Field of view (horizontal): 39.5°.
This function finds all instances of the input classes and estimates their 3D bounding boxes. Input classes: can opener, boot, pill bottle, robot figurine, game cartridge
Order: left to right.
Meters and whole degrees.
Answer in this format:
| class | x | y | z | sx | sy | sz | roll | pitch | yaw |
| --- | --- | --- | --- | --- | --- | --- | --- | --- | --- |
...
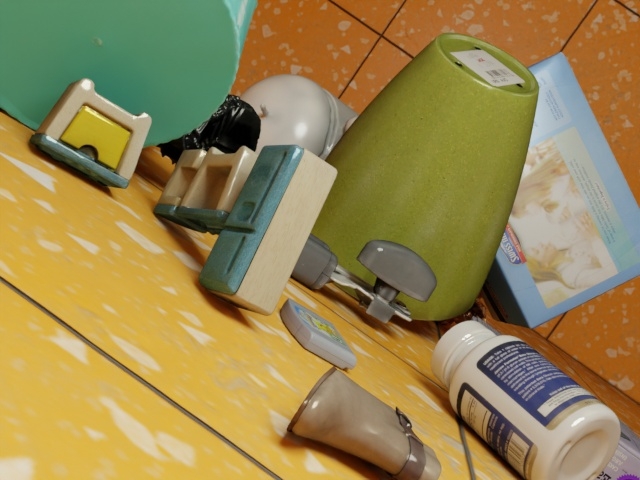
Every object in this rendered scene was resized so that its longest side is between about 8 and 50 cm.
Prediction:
| class | x | y | z | sx | sy | sz | roll | pitch | yaw |
| --- | --- | --- | --- | --- | --- | --- | --- | --- | --- |
| boot | -0.155 | -0.135 | 1.003 | 0.207 | 0.094 | 0.246 | 22 | 8 | 21 |
| robot figurine | -0.015 | -0.129 | 1.403 | 0.300 | 0.200 | 0.353 | -11 | -28 | 38 |
| game cartridge | -0.005 | 0.076 | 0.739 | 0.056 | 0.017 | 0.083 | 28 | 8 | -23 |
| can opener | 0.000 | 0.000 | 0.969 | 0.283 | 0.095 | 0.076 | 33 | 6 | -20 |
| boot | 0.030 | 0.113 | 0.512 | 0.087 | 0.042 | 0.118 | 38 | 7 | 8 |
| pill bottle | 0.177 | 0.144 | 0.806 | 0.094 | 0.094 | 0.169 | 29 | 8 | -42 |

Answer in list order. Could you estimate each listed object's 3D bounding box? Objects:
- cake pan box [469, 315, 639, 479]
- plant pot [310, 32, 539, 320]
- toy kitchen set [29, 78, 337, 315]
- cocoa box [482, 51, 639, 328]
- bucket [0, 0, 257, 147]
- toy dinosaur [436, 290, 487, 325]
| class | x | y | z | sx | sy | sz | roll | pitch | yaw |
| --- | --- | --- | --- | --- | --- | --- | --- | --- | --- |
| cake pan box | 0.263 | 0.192 | 1.043 | 0.245 | 0.070 | 0.267 | 38 | 6 | 6 |
| plant pot | 0.145 | -0.099 | 1.122 | 0.274 | 0.293 | 0.275 | 18 | 34 | -13 |
| toy kitchen set | -0.125 | -0.041 | 0.694 | 0.166 | 0.122 | 0.207 | 31 | -13 | -31 |
| cocoa box | 0.315 | -0.069 | 1.369 | 0.347 | 0.231 | 0.228 | 64 | -4 | 0 |
| bucket | -0.184 | -0.229 | 0.789 | 0.281 | 0.281 | 0.183 | 31 | 38 | -30 |
| toy dinosaur | 0.190 | 0.055 | 1.397 | 0.218 | 0.164 | 0.322 | 49 | -21 | -20 |
